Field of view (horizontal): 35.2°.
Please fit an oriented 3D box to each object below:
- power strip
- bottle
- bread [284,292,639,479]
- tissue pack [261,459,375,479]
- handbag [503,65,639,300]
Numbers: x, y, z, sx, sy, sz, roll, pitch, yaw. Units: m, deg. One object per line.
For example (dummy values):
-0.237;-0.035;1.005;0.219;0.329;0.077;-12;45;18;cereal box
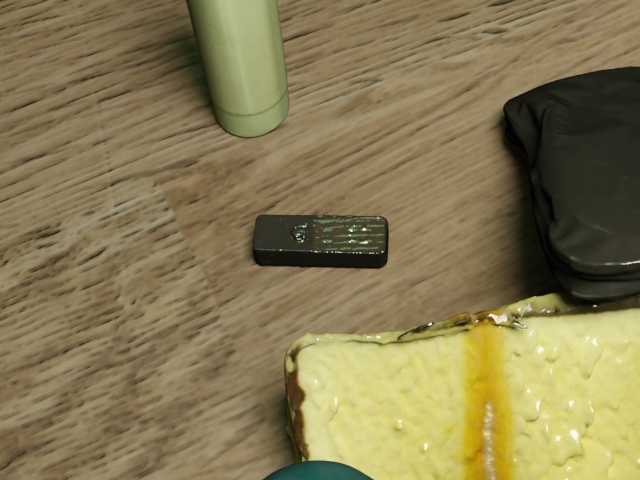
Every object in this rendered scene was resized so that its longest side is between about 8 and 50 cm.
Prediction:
0.000;0.000;0.821;0.111;0.029;0.038;0;60;4;power strip
-0.067;-0.170;0.824;0.072;0.201;0.072;-1;61;3;bottle
0.107;0.114;0.710;0.266;0.178;0.142;-7;28;-3;bread
0.034;0.272;0.561;0.198;0.206;0.287;-45;74;-6;tissue pack
0.245;-0.054;0.745;0.191;0.075;0.332;-6;27;6;handbag
